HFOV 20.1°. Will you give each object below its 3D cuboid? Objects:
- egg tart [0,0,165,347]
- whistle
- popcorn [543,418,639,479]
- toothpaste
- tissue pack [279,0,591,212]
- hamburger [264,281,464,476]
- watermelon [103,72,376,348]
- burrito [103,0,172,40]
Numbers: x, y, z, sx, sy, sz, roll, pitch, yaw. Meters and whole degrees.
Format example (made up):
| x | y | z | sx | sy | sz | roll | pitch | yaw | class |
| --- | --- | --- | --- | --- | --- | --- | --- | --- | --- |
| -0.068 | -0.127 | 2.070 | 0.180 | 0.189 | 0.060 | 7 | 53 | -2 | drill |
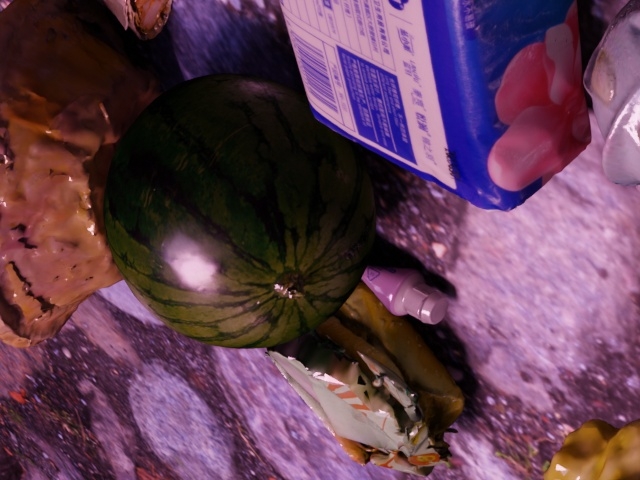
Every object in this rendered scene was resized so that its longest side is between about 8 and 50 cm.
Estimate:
| x | y | z | sx | sy | sz | roll | pitch | yaw | class |
| --- | --- | --- | --- | --- | --- | --- | --- | --- | --- |
| -0.229 | -0.066 | 1.682 | 0.150 | 0.352 | 0.352 | 5 | 141 | 15 | egg tart |
| 0.246 | -0.133 | 1.068 | 0.346 | 0.133 | 0.142 | 108 | 156 | -51 | whistle |
| 0.307 | 0.233 | 1.386 | 0.235 | 0.241 | 0.250 | 66 | 163 | -7 | popcorn |
| 0.000 | 0.000 | 1.720 | 0.301 | 0.048 | 0.075 | 31 | 155 | 33 | toothpaste |
| 0.074 | -0.172 | 1.250 | 0.209 | 0.137 | 0.270 | 28 | 153 | 32 | tissue pack |
| 0.054 | 0.133 | 1.748 | 0.214 | 0.125 | 0.235 | 40 | 158 | -1 | hamburger |
| -0.071 | -0.024 | 1.568 | 0.242 | 0.242 | 0.242 | 35 | 153 | 21 | watermelon |
| -0.219 | -0.276 | 1.616 | 0.226 | 0.060 | 0.087 | 46 | 160 | -5 | burrito |
